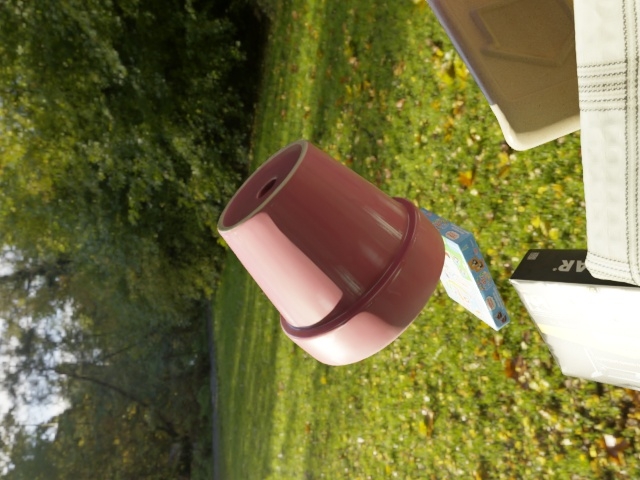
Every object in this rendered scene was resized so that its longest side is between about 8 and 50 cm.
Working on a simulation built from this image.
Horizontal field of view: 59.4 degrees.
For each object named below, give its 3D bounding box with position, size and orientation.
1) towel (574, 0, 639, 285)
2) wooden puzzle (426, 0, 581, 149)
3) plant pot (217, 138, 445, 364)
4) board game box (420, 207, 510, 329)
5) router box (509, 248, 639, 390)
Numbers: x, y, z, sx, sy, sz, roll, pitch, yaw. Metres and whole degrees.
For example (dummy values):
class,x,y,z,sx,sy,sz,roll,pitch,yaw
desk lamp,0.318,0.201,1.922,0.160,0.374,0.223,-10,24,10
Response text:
class,x,y,z,sx,sy,sz,roll,pitch,yaw
towel,0.318,-0.102,0.381,0.312,0.056,0.324,16,113,61
wooden puzzle,0.272,-0.299,0.669,0.080,0.322,0.348,112,135,-74
plant pot,0.000,0.000,0.598,0.201,0.180,0.201,-38,22,19
board game box,0.258,0.051,1.043,0.211,0.039,0.160,57,172,-28
router box,0.480,0.127,0.852,0.081,0.243,0.309,-48,26,-26
